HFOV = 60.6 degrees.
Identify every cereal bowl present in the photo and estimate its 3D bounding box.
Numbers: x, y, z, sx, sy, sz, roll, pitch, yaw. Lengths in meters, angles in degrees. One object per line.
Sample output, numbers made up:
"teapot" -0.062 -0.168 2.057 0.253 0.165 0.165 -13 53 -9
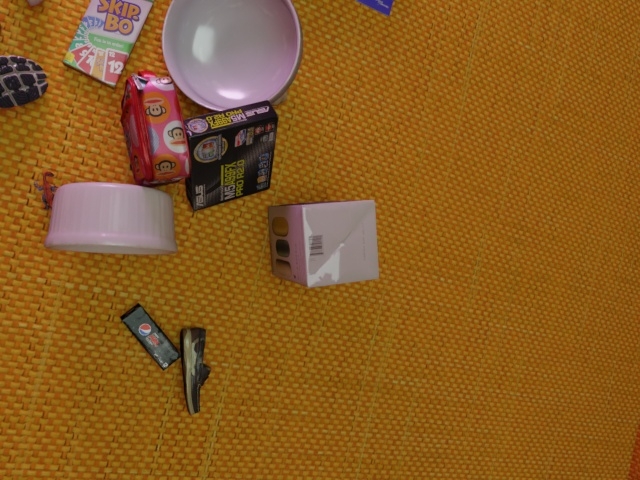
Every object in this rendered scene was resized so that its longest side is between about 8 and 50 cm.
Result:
"cereal bowl" -0.202 -0.475 1.339 0.339 0.141 0.339 1 99 8

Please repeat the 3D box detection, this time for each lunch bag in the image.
"lunch bag" -0.376 -0.253 1.227 0.120 0.293 0.258 -10 94 -22

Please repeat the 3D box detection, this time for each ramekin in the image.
"ramekin" -0.459 -0.043 1.221 0.277 0.277 0.135 4 84 -24

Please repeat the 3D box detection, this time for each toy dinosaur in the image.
"toy dinosaur" -0.618 -0.113 1.254 0.047 0.090 0.082 -19 133 -37

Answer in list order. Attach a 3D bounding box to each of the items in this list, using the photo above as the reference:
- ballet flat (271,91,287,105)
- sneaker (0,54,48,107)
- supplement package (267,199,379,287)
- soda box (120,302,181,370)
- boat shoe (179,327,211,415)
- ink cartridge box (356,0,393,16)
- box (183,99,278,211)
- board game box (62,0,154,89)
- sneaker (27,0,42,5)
"ballet flat" -0.129 -0.482 1.449 0.086 0.086 0.248 -9 98 -23
"sneaker" -0.730 -0.329 1.169 0.275 0.110 0.107 -29 123 -37
"supplement package" 0.000 0.000 1.426 0.198 0.263 0.199 -6 95 -23
"soda box" -0.423 0.240 1.367 0.060 0.053 0.169 -39 108 -18
"boat shoe" -0.317 0.334 1.406 0.073 0.080 0.223 -5 91 -19
"ink cartridge box" 0.146 -0.782 1.563 0.206 0.045 0.208 14 89 -24
"box" -0.220 -0.200 1.328 0.216 0.270 0.060 -20 62 -23
"board game box" -0.497 -0.506 1.301 0.124 0.039 0.259 24 81 -24
"sneaker" -0.607 -0.675 1.200 0.169 0.108 0.292 -15 98 -19
